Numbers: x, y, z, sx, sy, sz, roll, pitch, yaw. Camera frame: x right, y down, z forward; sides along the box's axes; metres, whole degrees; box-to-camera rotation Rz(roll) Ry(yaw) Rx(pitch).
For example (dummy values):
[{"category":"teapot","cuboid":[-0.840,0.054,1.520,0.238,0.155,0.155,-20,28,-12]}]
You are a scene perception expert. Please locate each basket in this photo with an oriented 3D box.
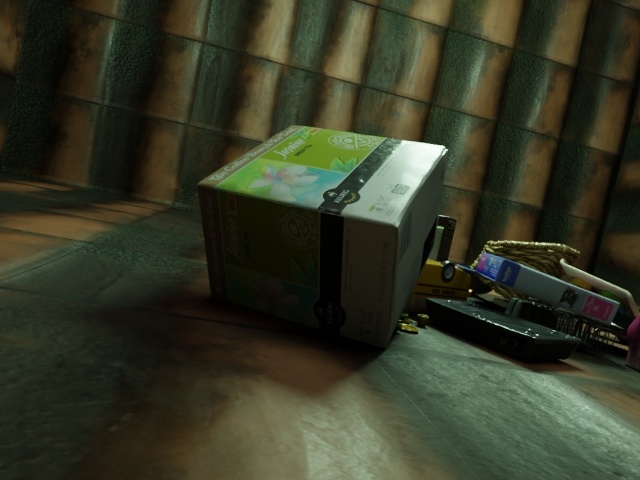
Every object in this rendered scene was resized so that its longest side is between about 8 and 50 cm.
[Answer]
[{"category":"basket","cuboid":[0.621,0.056,1.531,0.213,0.223,0.299,44,21,32]}]

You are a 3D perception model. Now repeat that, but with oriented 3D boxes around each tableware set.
[{"category":"tableware set","cuboid":[0.148,0.148,0.940,0.154,0.024,0.104,9,5,-44]}]

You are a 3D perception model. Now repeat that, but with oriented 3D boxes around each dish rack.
[{"category":"dish rack","cuboid":[0.606,0.206,1.203,0.271,0.074,0.208,14,5,-4]}]

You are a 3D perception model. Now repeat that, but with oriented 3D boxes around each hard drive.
[{"category":"hard drive","cuboid":[0.346,0.171,0.979,0.171,0.054,0.254,9,5,-35]}]

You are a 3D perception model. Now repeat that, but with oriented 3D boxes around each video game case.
[{"category":"video game case","cuboid":[0.665,0.220,1.536,0.183,0.023,0.201,11,3,-12]}]

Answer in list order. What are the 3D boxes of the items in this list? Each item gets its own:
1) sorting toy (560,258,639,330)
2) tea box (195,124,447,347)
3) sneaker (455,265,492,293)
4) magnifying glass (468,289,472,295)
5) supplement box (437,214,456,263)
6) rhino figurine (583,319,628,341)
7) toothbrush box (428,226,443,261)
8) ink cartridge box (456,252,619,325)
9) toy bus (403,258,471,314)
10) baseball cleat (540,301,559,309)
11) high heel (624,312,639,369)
[{"category":"sorting toy","cuboid":[0.690,0.149,1.221,0.193,0.038,0.208,45,0,-33]},{"category":"tea box","cuboid":[0.018,-0.035,0.868,0.323,0.220,0.329,12,32,20]},{"category":"sneaker","cuboid":[0.540,0.138,1.763,0.144,0.090,0.270,8,-2,-30]},{"category":"magnifying glass","cuboid":[0.401,0.152,1.705,0.230,0.026,0.092,15,4,26]},{"category":"supplement box","cuboid":[0.334,0.035,1.572,0.130,0.240,0.073,15,5,37]},{"category":"rhino figurine","cuboid":[0.834,0.243,1.347,0.243,0.073,0.106,12,0,26]},{"category":"toothbrush box","cuboid":[0.211,0.030,1.517,0.122,0.206,0.283,9,4,-39]},{"category":"ink cartridge box","cuboid":[0.482,0.096,1.141,0.310,0.065,0.186,19,4,3]},{"category":"toy bus","cuboid":[0.199,0.092,1.116,0.332,0.130,0.108,9,6,-41]},{"category":"baseball cleat","cuboid":[0.811,0.209,1.811,0.109,0.072,0.205,23,13,35]},{"category":"high heel","cuboid":[0.734,0.216,1.062,0.243,0.117,0.082,10,4,-25]}]
